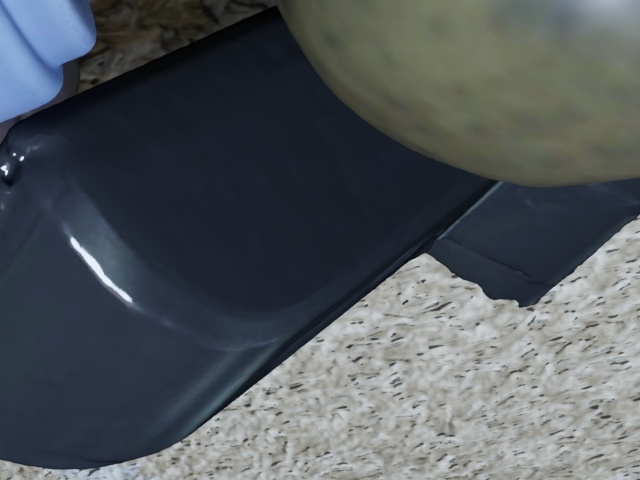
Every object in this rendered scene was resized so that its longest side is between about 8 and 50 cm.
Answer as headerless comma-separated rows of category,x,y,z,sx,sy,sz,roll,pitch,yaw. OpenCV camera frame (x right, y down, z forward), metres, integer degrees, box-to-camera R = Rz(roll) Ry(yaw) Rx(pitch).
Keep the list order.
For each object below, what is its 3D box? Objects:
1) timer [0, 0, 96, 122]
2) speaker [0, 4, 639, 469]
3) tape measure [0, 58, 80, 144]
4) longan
timer,-0.218,-0.183,0.528,0.173,0.395,0.395,-22,135,-2
speaker,0.000,0.000,0.749,0.184,0.388,0.180,48,131,7
tape measure,-0.226,-0.044,0.884,0.178,0.105,0.196,4,138,1
longan,0.123,-0.181,0.600,0.288,0.288,0.350,28,121,-24
